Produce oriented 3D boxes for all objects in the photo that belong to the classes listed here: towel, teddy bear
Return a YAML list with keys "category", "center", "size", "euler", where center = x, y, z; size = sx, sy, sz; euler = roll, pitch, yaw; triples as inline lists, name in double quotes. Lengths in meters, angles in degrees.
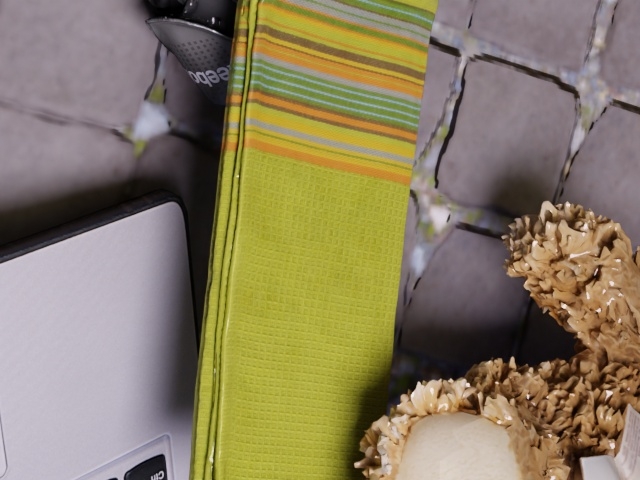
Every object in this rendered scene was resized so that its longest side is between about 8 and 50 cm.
- category: "towel"
  center: [0.000, 0.000, 0.734]
  size: [0.102, 0.021, 0.237]
  euler: [8, 87, -38]
- category: "teddy bear"
  center: [0.121, 0.115, 0.834]
  size: [0.338, 0.113, 0.245]
  euler: [-45, 112, -46]

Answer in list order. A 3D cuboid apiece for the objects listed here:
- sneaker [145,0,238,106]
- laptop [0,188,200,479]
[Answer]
- category: "sneaker"
  center: [-0.046, -0.116, 0.752]
  size: [0.234, 0.078, 0.106]
  euler: [17, 86, -36]
- category: "laptop"
  center: [-0.091, 0.236, 0.627]
  size: [0.382, 0.236, 0.408]
  euler: [-23, 116, -46]
